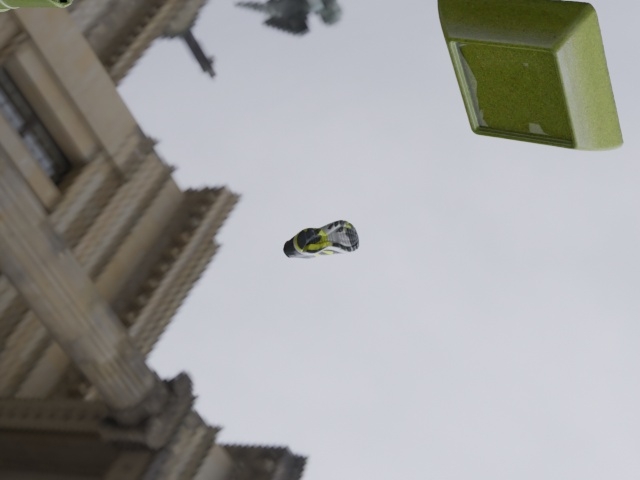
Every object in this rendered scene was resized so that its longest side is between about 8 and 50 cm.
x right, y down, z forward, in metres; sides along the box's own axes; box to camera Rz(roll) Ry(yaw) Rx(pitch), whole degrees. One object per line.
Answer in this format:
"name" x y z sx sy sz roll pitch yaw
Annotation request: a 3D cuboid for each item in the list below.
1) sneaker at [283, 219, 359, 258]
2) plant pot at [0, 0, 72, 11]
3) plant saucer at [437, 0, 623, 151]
"sneaker" 0.000 0.000 1.179 0.083 0.031 0.035 -2 169 -44
"plant pot" -0.275 -0.255 1.242 0.079 0.083 0.083 14 -130 25
"plant saucer" 0.213 -0.168 1.377 0.188 0.188 0.045 13 -130 37
